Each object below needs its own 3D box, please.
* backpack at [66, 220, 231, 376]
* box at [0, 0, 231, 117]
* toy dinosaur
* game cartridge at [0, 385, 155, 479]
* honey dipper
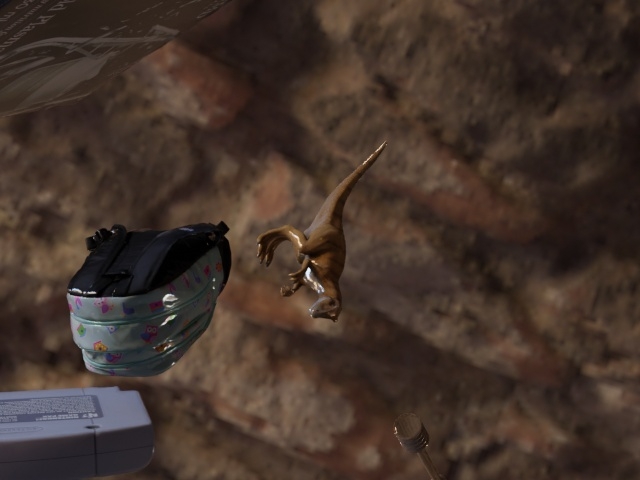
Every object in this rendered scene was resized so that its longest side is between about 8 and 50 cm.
[{"bbox_3d":[-0.171,0.054,1.590,0.152,0.182,0.115,-7,-72,17],"label":"backpack"},{"bbox_3d":[-0.361,-0.346,1.907,0.480,0.471,0.297,-26,-93,38],"label":"box"},{"bbox_3d":[0.000,0.000,1.595,0.112,0.211,0.064,3,-35,9],"label":"toy dinosaur"},{"bbox_3d":[-0.322,0.199,1.652,0.297,0.062,0.198,-2,13,-11],"label":"game cartridge"},{"bbox_3d":[0.110,0.227,1.704,0.030,0.030,0.161,11,-27,25],"label":"honey dipper"}]
